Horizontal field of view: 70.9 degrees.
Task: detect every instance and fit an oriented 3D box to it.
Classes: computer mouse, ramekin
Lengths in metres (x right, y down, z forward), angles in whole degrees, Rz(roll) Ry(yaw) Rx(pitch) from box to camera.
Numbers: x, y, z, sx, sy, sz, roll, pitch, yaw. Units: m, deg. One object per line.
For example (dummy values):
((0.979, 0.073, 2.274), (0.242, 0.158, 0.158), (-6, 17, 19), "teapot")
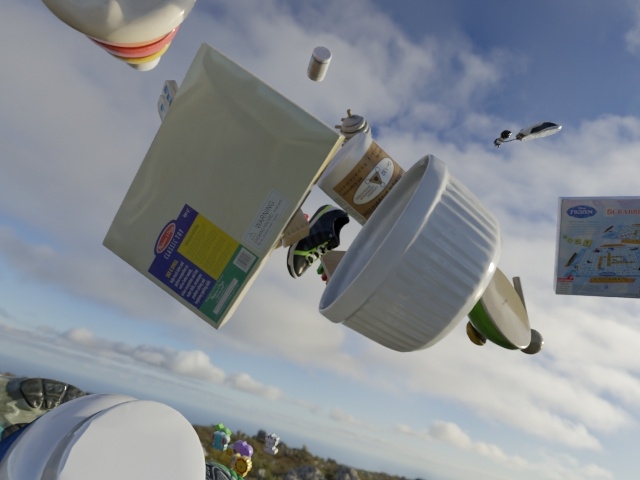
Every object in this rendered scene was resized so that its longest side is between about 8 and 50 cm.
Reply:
((0.644, -0.339, 1.403), (0.192, 0.042, 0.106), (-12, -9, 10), "computer mouse")
((0.098, 0.022, 0.491), (0.109, 0.207, 0.207), (35, -24, -2), "ramekin")

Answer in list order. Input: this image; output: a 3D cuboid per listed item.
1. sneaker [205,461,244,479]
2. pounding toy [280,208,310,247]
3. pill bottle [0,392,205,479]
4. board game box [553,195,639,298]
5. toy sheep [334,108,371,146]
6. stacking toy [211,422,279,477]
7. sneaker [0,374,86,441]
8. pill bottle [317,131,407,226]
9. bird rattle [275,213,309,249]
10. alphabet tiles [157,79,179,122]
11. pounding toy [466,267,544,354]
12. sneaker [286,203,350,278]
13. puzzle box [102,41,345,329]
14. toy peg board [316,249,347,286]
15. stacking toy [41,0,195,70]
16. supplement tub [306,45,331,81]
((-0.169, 0.483, 0.686), (0.146, 0.134, 0.343), (41, 3, -36), "sneaker")
((-0.103, -0.058, 1.074), (0.141, 0.100, 0.130), (60, -9, 9), "pounding toy")
((-0.182, 0.186, 0.335), (0.124, 0.124, 0.221), (29, -44, -30), "pill bottle")
((0.917, 0.020, 1.412), (0.318, 0.318, 0.066), (2, 13, 18), "board game box")
((0.089, -0.285, 1.182), (0.091, 0.091, 0.132), (2, -37, 30), "toy sheep")
((-0.239, 0.542, 1.196), (0.221, 0.052, 0.167), (6, -1, 25), "stacking toy")
((-0.410, 0.177, 0.487), (0.122, 0.110, 0.283), (-16, -45, 30), "sneaker")
((0.116, -0.079, 0.841), (0.229, 0.131, 0.131), (41, -28, -13), "pill bottle")
((-0.153, -0.055, 1.500), (0.207, 0.143, 0.253), (-37, -59, 13), "bird rattle")
((-0.281, -0.176, 0.941), (0.021, 0.284, 0.278), (-18, 0, -29), "alphabet tiles")
((0.327, 0.145, 0.893), (0.236, 0.183, 0.110), (19, -41, -40), "pounding toy")
((0.000, 0.000, 1.167), (0.097, 0.235, 0.084), (19, -22, 32), "sneaker")
((-0.180, -0.081, 0.774), (0.272, 0.409, 0.052), (36, 17, 4), "puzzle box")
((0.074, 0.115, 1.407), (0.161, 0.161, 0.079), (3, -47, -28), "toy peg board")
((-0.496, -0.573, 1.156), (0.350, 0.351, 0.480), (21, -12, -13), "stacking toy")
((-0.005, -0.637, 1.625), (0.070, 0.071, 0.107), (19, -29, -8), "supplement tub")
